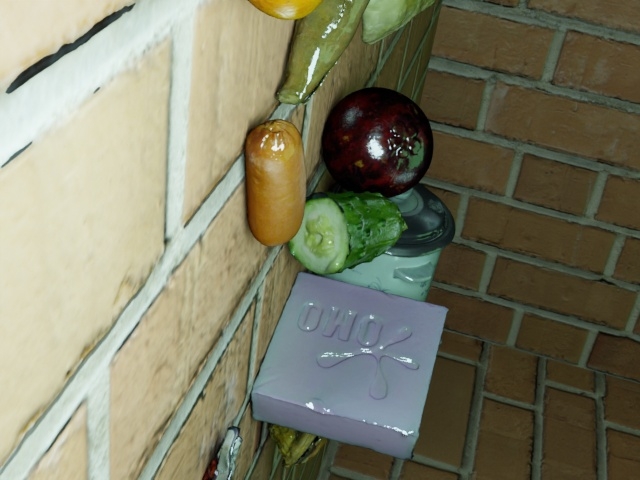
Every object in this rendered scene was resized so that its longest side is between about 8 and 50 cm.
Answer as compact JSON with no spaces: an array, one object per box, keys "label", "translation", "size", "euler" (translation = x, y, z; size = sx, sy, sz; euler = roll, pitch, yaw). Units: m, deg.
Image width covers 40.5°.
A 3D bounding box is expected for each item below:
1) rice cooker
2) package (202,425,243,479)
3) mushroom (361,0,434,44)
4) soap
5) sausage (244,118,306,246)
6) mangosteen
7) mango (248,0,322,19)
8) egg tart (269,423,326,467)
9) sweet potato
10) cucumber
[{"label":"rice cooker","translation":[0.121,0.005,1.738],"size":[0.316,0.264,0.317],"euler":[26,-60,59]},{"label":"package","translation":[-0.154,0.361,1.281],"size":[0.232,0.040,0.166],"euler":[105,5,-72]},{"label":"mushroom","translation":[0.126,-0.408,1.204],"size":[0.292,0.211,0.218],"euler":[107,-15,-53]},{"label":"soap","translation":[0.056,0.218,1.535],"size":[0.107,0.296,0.285],"euler":[91,14,-49]},{"label":"sausage","translation":[-0.054,-0.068,1.045],"size":[0.198,0.076,0.076],"euler":[92,15,-53]},{"label":"mangosteen","translation":[0.094,-0.166,1.501],"size":[0.210,0.209,0.210],"euler":[15,90,-82]},{"label":"mango","translation":[-0.031,-0.271,0.767],"size":[0.217,0.102,0.141],"euler":[51,30,-83]},{"label":"egg tart","translation":[-0.035,0.310,1.726],"size":[0.297,0.132,0.297],"euler":[-155,-90,-87]},{"label":"sweet potato","translation":[0.012,-0.302,1.064],"size":[0.112,0.085,0.286],"euler":[3,117,-63]},{"label":"cucumber","translation":[0.068,-0.020,1.430],"size":[0.244,0.134,0.134],"euler":[-8,116,-50]}]
